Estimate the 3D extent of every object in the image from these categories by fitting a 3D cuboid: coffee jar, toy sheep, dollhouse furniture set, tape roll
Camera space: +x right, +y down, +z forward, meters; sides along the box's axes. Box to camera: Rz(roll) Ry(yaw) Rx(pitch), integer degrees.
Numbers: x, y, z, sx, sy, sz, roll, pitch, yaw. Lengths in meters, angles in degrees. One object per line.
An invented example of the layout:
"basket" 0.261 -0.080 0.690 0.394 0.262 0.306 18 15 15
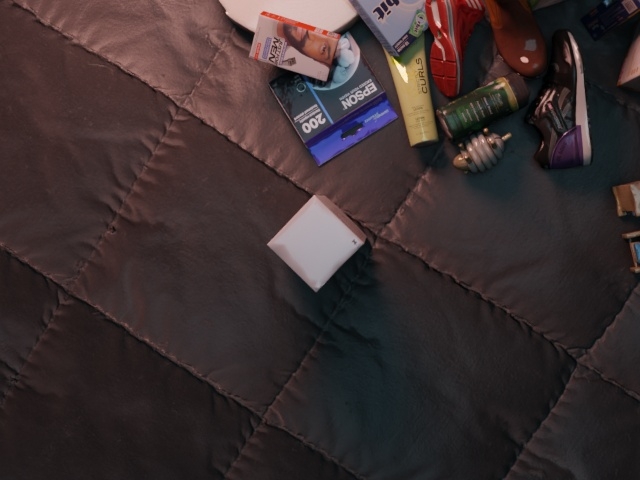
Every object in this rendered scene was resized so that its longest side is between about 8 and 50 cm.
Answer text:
"coffee jar" 0.336 -0.275 1.617 0.184 0.096 0.079 -26 93 6
"toy sheep" 0.336 -0.185 1.626 0.132 0.091 0.091 -26 90 16
"dollhouse furniture set" 0.688 -0.035 1.583 0.128 0.129 0.184 -13 91 5
"tape roll" -0.052 -0.604 1.646 0.391 0.072 0.392 0 92 4

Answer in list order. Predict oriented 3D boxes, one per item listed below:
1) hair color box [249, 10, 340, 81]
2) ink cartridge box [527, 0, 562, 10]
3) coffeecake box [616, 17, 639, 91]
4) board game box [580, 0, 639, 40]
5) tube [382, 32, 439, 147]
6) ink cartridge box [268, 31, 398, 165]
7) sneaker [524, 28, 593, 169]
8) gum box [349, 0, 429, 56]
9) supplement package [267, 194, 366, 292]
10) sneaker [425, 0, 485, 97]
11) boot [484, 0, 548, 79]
"hair color box" -0.052 -0.396 1.600 0.167 0.053 0.093 16 116 -2
"ink cartridge box" 0.427 -0.656 1.536 0.119 0.207 0.354 -18 90 4
"coffeecake box" 0.658 -0.376 1.541 0.068 0.185 0.142 15 94 4
"board game box" 0.647 -0.498 1.557 0.194 0.194 0.060 -35 91 -9
"tube" 0.193 -0.317 1.648 0.070 0.062 0.240 -7 84 -35
"ink cartridge box" 0.027 -0.298 1.668 0.206 0.045 0.208 -32 91 5
"sneaker" 0.476 -0.286 1.605 0.124 0.107 0.283 -7 92 11
"gum box" 0.151 -0.496 1.598 0.157 0.041 0.184 -45 114 -8
"supplement package" 0.000 0.000 1.583 0.134 0.244 0.139 44 95 1
"sneaker" 0.295 -0.415 1.620 0.128 0.087 0.221 -24 121 -24
"boot" 0.359 -0.456 1.493 0.096 0.280 0.264 -14 82 17
